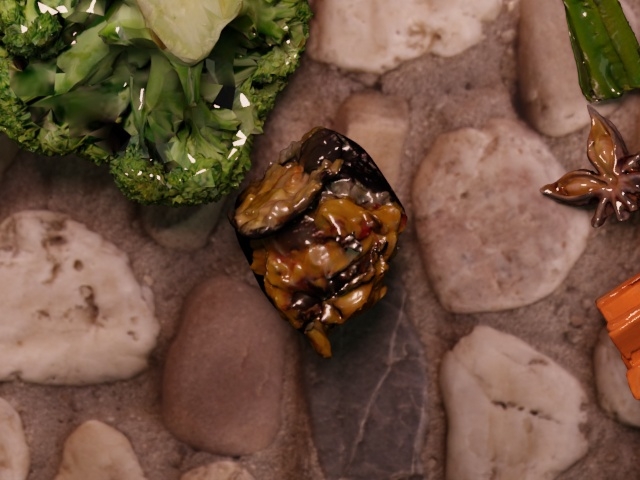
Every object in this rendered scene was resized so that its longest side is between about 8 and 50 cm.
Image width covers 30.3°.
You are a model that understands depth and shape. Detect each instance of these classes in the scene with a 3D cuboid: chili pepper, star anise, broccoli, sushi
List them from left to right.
[{"bbox_3d":[-0.189,-0.233,1.278,0.310,0.321,0.413,-15,111,33],"label":"broccoli"},{"bbox_3d":[-0.001,0.003,1.380,0.213,0.200,0.204,-37,108,15],"label":"sushi"},{"bbox_3d":[0.293,-0.335,1.361,0.085,0.076,0.359,-13,105,30],"label":"chili pepper"},{"bbox_3d":[0.418,-0.069,1.450,0.227,0.218,0.148,19,69,-44],"label":"star anise"}]

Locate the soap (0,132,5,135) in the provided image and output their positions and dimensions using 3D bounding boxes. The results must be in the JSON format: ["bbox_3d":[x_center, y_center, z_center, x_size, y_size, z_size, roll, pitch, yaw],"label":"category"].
[{"bbox_3d":[-0.448,-0.126,1.305,0.173,0.289,0.095,-19,105,6],"label":"soap"}]

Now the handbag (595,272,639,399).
[{"bbox_3d":[0.557,0.169,1.444,0.303,0.116,0.410,-34,107,12],"label":"handbag"}]
